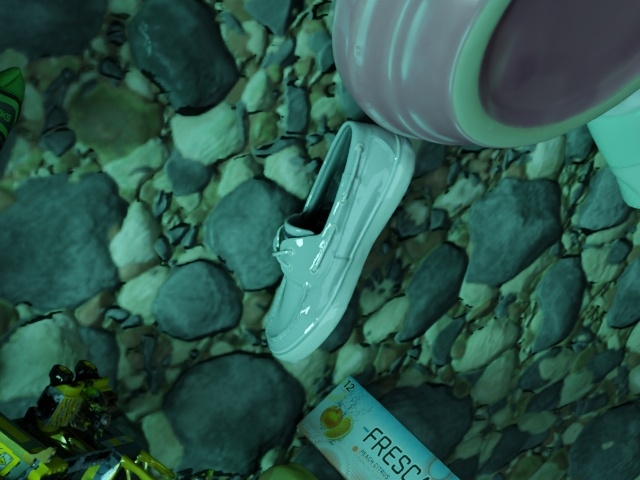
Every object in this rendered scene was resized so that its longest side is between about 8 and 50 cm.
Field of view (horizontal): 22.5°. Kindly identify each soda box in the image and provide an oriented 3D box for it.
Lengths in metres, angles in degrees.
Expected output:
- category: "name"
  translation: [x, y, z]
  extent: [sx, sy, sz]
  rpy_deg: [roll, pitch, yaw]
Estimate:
- category: "soda box"
  translation: [0.062, 0.183, 1.223]
  extent: [0.063, 0.183, 0.058]
  rpy_deg: [-43, 138, -6]

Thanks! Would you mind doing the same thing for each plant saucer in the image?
- category: "plant saucer"
  translation: [0.166, -0.177, 1.046]
  extent: [0.332, 0.084, 0.332]
  rpy_deg: [-28, 151, -17]

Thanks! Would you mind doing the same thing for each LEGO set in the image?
- category: "LEGO set"
  translation: [-0.178, 0.266, 1.051]
  extent: [0.331, 0.192, 0.255]
  rpy_deg: [-57, 164, 3]

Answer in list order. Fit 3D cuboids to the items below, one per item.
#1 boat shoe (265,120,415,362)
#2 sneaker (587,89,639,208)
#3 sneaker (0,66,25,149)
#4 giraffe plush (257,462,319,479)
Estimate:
- category: "boat shoe"
  translation: [0.000, 0.000, 1.134]
  extent: [0.063, 0.066, 0.184]
  rpy_deg: [22, 109, -29]
- category: "sneaker"
  translation: [0.326, -0.124, 1.256]
  extent: [0.256, 0.094, 0.151]
  rpy_deg: [-28, 128, -4]
- category: "sneaker"
  translation: [-0.278, -0.143, 0.801]
  extent: [0.146, 0.134, 0.343]
  rpy_deg: [-56, 137, -26]
- category: "giraffe plush"
  translation: [0.014, 0.279, 1.228]
  extent: [0.210, 0.181, 0.170]
  rpy_deg: [-14, 144, 33]
